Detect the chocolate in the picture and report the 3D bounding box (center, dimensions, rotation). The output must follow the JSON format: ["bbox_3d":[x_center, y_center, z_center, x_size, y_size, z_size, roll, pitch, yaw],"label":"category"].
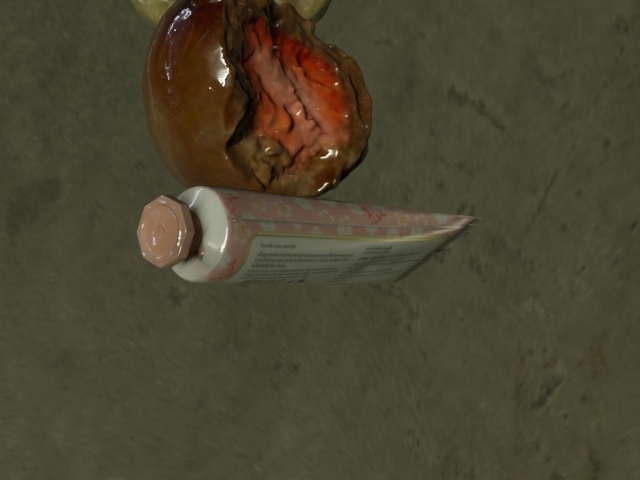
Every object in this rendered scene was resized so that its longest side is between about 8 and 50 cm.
[{"bbox_3d":[-0.042,-0.088,0.693,0.127,0.124,0.133,-20,119,7],"label":"chocolate"}]

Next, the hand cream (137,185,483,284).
[{"bbox_3d":[0.000,0.000,0.595,0.067,0.209,0.043,-41,63,31],"label":"hand cream"}]

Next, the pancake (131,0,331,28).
[{"bbox_3d":[-0.094,-0.311,1.298,0.242,0.050,0.242,-1,72,4],"label":"pancake"}]
